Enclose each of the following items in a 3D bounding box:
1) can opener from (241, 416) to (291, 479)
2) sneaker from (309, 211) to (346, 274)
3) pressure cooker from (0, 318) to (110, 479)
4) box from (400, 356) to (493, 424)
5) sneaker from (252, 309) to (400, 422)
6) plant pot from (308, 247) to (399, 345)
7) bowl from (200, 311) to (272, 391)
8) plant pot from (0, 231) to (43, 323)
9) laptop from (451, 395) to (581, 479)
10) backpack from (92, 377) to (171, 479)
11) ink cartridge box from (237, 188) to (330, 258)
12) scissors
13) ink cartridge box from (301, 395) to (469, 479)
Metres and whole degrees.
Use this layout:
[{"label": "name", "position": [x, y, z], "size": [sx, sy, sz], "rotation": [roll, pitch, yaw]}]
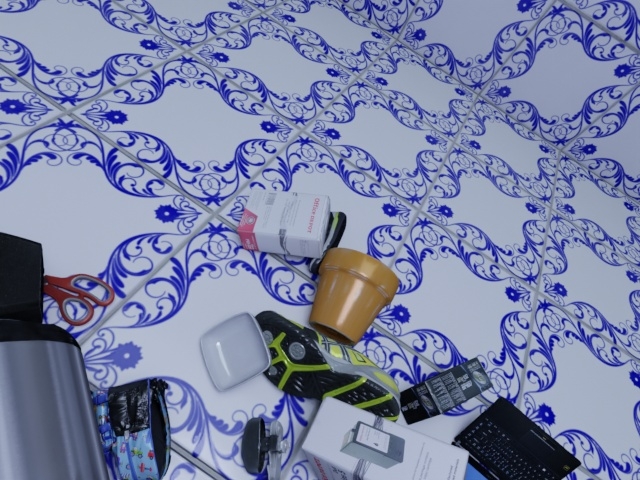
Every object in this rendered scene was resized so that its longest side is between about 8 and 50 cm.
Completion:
[{"label": "can opener", "position": [-0.106, 0.495, 0.775], "size": [0.093, 0.074, 0.280], "rotation": [-10, 55, 10]}, {"label": "sneaker", "position": [0.000, 0.000, 1.154], "size": [0.097, 0.084, 0.234], "rotation": [14, 49, 15]}, {"label": "pressure cooker", "position": [-0.470, 0.354, 0.495], "size": [0.376, 0.370, 0.420], "rotation": [-2, 59, -49]}, {"label": "box", "position": [0.298, 0.367, 0.978], "size": [0.180, 0.147, 0.077], "rotation": [-11, 63, -30]}, {"label": "sneaker", "position": [0.004, 0.291, 0.931], "size": [0.385, 0.145, 0.147], "rotation": [33, 13, 10]}, {"label": "plant pot", "position": [0.068, 0.151, 1.004], "size": [0.205, 0.205, 0.187], "rotation": [29, 66, -3]}, {"label": "bowl", "position": [-0.180, 0.242, 0.881], "size": [0.142, 0.053, 0.142], "rotation": [-29, 70, 5]}, {"label": "plant pot", "position": [-0.612, 0.084, 0.740], "size": [0.167, 0.188, 0.187], "rotation": [-1, 64, -32]}, {"label": "laptop", "position": [0.426, 0.549, 0.918], "size": [0.234, 0.264, 0.136], "rotation": [40, 15, 5]}, {"label": "backpack", "position": [-0.330, 0.345, 0.718], "size": [0.117, 0.158, 0.173], "rotation": [-9, 74, -19]}, {"label": "ink cartridge box", "position": [-0.091, -0.048, 1.076], "size": [0.218, 0.092, 0.158], "rotation": [6, 53, 8]}, {"label": "scissors", "position": [-0.593, 0.081, 0.857], "size": [0.297, 0.021, 0.108], "rotation": [28, 60, 0]}, {"label": "ink cartridge box", "position": [0.122, 0.430, 0.754], "size": [0.273, 0.198, 0.114], "rotation": [11, 46, 27]}]
